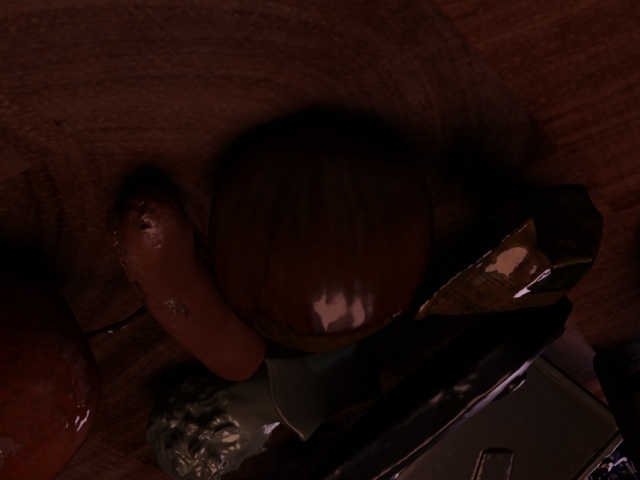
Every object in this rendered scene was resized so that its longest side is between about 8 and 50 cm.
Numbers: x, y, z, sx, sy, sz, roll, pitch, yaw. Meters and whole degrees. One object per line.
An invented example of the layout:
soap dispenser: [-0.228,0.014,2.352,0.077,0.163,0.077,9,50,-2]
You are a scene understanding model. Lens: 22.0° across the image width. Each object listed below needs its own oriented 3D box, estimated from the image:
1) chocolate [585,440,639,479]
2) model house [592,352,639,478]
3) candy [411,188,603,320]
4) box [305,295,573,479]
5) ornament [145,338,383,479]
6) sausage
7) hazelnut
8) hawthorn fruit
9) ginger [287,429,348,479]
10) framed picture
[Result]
chocolate: [0.297,0.254,2.053,0.343,0.126,0.148,30,172,-39]
model house: [0.495,0.183,1.914,0.278,0.218,0.205,-32,144,21]
candy: [0.184,0.012,1.565,0.143,0.101,0.271,-48,163,24]
box: [0.128,0.160,1.719,0.290,0.073,0.289,-40,177,20]
ornament: [-0.066,0.174,1.793,0.285,0.120,0.130,-31,101,19]
sausage: [-0.134,0.044,1.607,0.087,0.079,0.327,-6,148,15]
hazelnut: [-0.001,0.004,1.493,0.210,0.186,0.210,4,158,2]
hawthorn fruit: [-0.320,0.132,1.550,0.231,0.235,0.263,34,100,-12]
ginger: [-0.033,0.405,2.053,0.166,0.236,0.375,31,117,-15]
framed picture: [0.195,0.279,1.935,0.232,0.024,0.315,38,97,-31]
